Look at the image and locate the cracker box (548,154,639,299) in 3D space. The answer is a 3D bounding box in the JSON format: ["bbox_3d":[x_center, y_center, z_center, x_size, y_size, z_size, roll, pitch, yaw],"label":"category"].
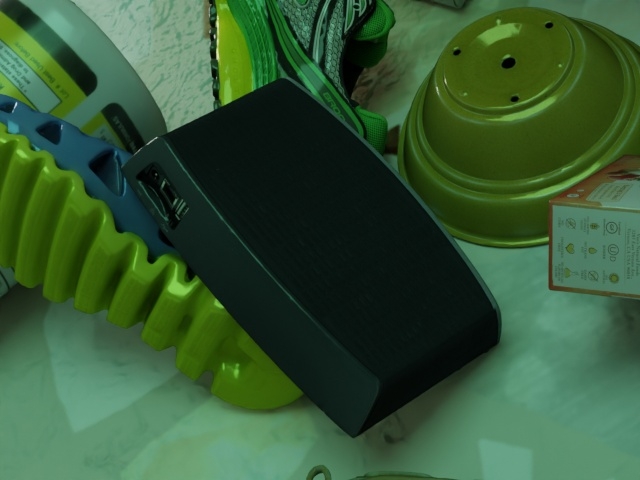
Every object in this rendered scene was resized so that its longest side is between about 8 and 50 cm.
[{"bbox_3d":[0.284,-0.004,1.290,0.232,0.067,0.156,7,16,26],"label":"cracker box"}]

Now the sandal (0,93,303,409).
[{"bbox_3d":[-0.127,-0.008,1.429,0.317,0.126,0.138,35,48,-5],"label":"sandal"}]

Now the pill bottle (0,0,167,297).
[{"bbox_3d":[-0.298,-0.037,1.527,0.334,0.188,0.188,-43,50,-13],"label":"pill bottle"}]

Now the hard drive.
[{"bbox_3d":[0.000,0.000,1.365,0.172,0.054,0.254,-29,70,-37],"label":"hard drive"}]

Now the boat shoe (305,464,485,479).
[{"bbox_3d":[0.054,0.191,1.270,0.285,0.089,0.104,-4,54,21],"label":"boat shoe"}]

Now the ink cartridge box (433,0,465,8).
[{"bbox_3d":[0.068,-0.359,1.706,0.307,0.072,0.303,22,66,31],"label":"ink cartridge box"}]

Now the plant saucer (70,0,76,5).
[{"bbox_3d":[-0.308,-0.227,1.792,0.192,0.018,0.067,28,68,37],"label":"plant saucer"}]

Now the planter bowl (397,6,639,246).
[{"bbox_3d":[0.149,-0.107,1.462,0.217,0.090,0.217,-11,51,15],"label":"planter bowl"}]

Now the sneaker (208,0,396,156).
[{"bbox_3d":[-0.016,-0.194,1.564,0.146,0.134,0.343,-7,72,3],"label":"sneaker"}]
